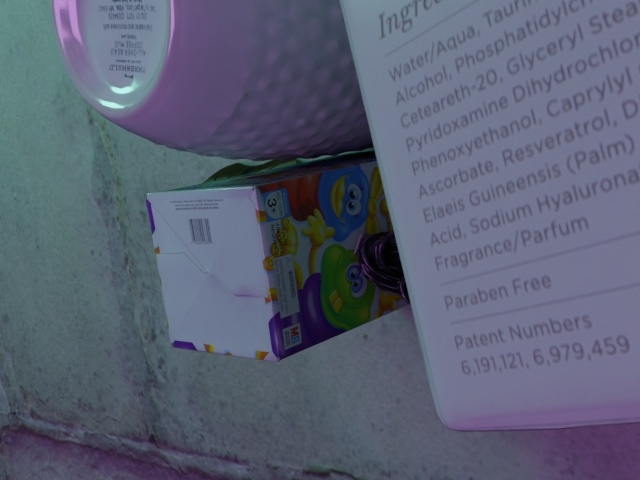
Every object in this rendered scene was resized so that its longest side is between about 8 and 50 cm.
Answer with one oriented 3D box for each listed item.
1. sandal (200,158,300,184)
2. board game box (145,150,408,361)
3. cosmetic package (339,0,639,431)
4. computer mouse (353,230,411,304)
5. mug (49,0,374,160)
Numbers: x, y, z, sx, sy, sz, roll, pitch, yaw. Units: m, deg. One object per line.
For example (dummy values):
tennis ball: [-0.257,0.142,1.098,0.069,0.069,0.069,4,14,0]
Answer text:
sandal: [-0.090,-0.061,0.994,0.180,0.072,0.049,-5,120,40]
board game box: [0.000,0.000,0.769,0.144,0.275,0.142,0,102,43]
cosmetic package: [0.234,-0.137,0.426,0.327,0.329,0.394,-20,81,50]
computer mouse: [0.156,-0.063,0.695,0.188,0.072,0.272,21,93,-1]
mug: [-0.082,-0.223,0.746,0.374,0.328,0.276,29,120,35]
